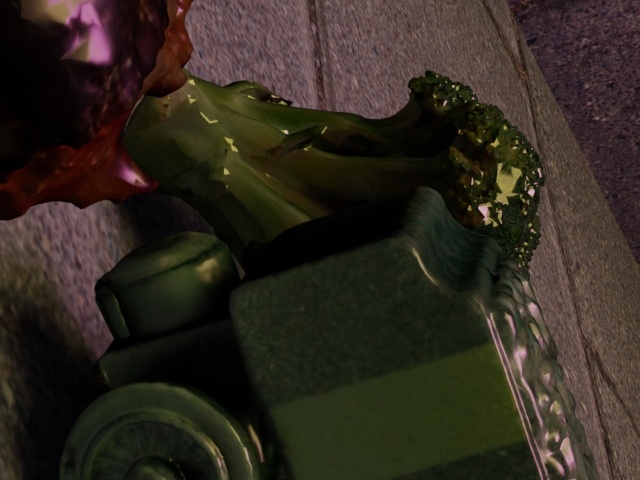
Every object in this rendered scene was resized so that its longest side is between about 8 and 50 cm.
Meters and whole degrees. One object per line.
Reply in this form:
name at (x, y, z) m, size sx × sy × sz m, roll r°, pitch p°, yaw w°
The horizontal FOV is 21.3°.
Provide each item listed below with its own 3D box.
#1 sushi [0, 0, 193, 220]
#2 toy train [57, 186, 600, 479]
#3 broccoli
sushi at (-0.148, -0.162, 0.759) m, size 0.343 × 0.197 × 0.182 m, roll -82°, pitch 168°, yaw -48°
toy train at (0.012, 0.128, 0.818) m, size 0.167 × 0.238 × 0.299 m, roll -58°, pitch 128°, yaw -74°
broccoli at (0.000, 0.000, 1.006) m, size 0.269 × 0.254 × 0.269 m, roll 34°, pitch 5°, yaw -3°
